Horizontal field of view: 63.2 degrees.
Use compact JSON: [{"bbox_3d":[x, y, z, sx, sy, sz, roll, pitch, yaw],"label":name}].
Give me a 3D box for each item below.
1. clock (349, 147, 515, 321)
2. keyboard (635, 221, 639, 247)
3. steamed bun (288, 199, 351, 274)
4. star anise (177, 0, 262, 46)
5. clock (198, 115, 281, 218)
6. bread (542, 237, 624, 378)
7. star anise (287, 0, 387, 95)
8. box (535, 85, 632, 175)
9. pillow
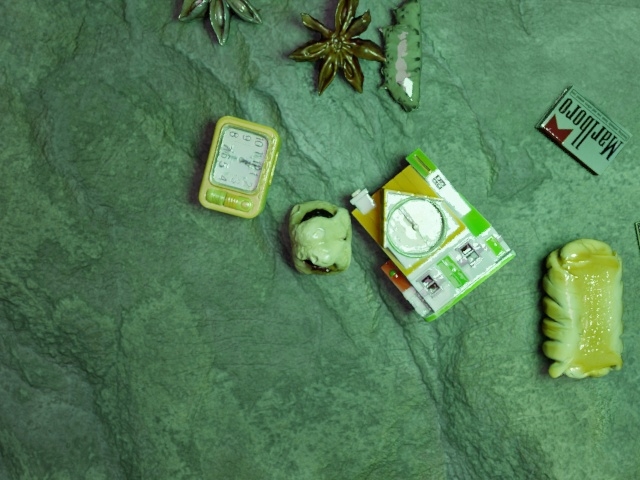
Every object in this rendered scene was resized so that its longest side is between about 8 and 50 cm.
[{"bbox_3d":[0.213,-0.020,1.112,0.235,0.166,0.309,-40,93,4],"label":"clock"},{"bbox_3d":[0.755,0.016,1.190,0.049,0.015,0.129,-14,96,1],"label":"keyboard"},{"bbox_3d":[0.000,0.000,1.119,0.141,0.155,0.172,-4,95,2],"label":"steamed bun"},{"bbox_3d":[-0.198,-0.524,1.105,0.197,0.073,0.212,37,98,0],"label":"star anise"},{"bbox_3d":[-0.173,-0.157,1.134,0.144,0.096,0.202,15,95,2],"label":"clock"},{"bbox_3d":[0.577,0.148,1.151,0.173,0.121,0.310,-2,96,-3],"label":"bread"},{"bbox_3d":[0.044,-0.408,1.100,0.196,0.111,0.212,42,102,1],"label":"star anise"},{"bbox_3d":[0.584,-0.241,1.153,0.178,0.036,0.115,38,95,-4],"label":"box"},{"bbox_3d":[0.174,-0.401,1.129,0.093,0.051,0.240,-1,98,0],"label":"pillow"}]
